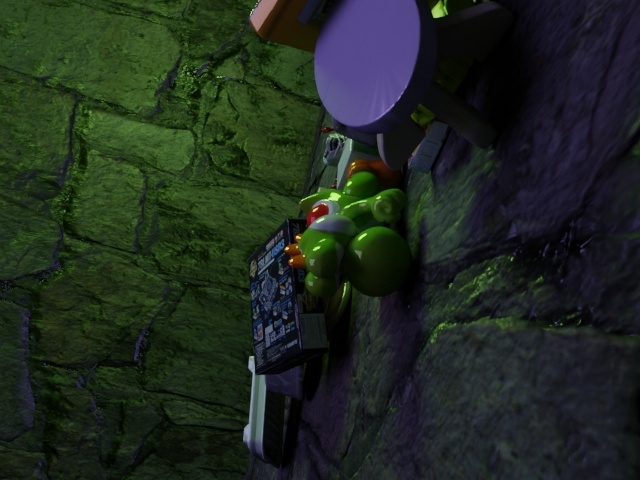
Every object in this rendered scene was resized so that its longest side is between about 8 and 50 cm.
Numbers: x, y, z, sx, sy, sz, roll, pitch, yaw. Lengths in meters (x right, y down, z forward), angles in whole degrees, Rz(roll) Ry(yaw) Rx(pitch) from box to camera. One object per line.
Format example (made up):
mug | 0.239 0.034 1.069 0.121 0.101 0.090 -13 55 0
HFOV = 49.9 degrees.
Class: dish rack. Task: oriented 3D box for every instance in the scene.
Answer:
dish rack | -0.159 0.477 1.992 0.285 0.073 0.332 75 -165 -64

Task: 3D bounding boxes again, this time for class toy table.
toy table | 0.110 -0.212 0.871 0.252 0.161 0.274 -46 39 34

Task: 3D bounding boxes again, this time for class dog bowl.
dog bowl | -0.081 0.248 1.832 0.349 0.102 0.348 4 -90 -89

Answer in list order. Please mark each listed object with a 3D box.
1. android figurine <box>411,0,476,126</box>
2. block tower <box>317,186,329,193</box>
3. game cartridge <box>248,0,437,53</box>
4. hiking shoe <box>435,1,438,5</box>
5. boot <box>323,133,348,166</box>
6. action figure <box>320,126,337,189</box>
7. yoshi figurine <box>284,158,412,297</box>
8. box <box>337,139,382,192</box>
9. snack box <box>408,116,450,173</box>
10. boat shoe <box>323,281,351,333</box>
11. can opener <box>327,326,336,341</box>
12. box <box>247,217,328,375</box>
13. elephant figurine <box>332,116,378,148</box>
android figurine | 0.156 -0.271 1.075 0.248 0.056 0.272 -47 23 32
block tower | 0.000 0.000 1.925 0.090 0.097 0.335 -85 12 -46
game cartridge | 0.091 -0.391 0.951 0.323 0.285 0.052 -49 60 32
hiking shoe | 0.187 -0.504 1.347 0.132 0.113 0.303 130 145 -53
boot | 0.073 -0.205 1.561 0.258 0.124 0.095 130 151 -75
action figure | 0.045 -0.293 1.929 0.091 0.139 0.280 129 155 -72
yoshi figurine | 0.082 -0.005 1.165 0.203 0.203 0.362 -28 16 25
box | 0.094 -0.152 1.390 0.087 0.101 0.101 -85 12 -49
snack box | 0.171 -0.189 1.102 0.141 0.037 0.100 -84 12 -47
boat shoe | -0.004 0.085 1.600 0.123 0.117 0.324 -53 20 32
can opener | 0.015 0.151 1.716 0.283 0.076 0.095 -86 -21 -47
box | -0.083 0.135 1.551 0.295 0.074 0.293 140 130 -58
elephant figurine | 0.103 -0.297 1.272 0.239 0.186 0.169 97 -164 -51
